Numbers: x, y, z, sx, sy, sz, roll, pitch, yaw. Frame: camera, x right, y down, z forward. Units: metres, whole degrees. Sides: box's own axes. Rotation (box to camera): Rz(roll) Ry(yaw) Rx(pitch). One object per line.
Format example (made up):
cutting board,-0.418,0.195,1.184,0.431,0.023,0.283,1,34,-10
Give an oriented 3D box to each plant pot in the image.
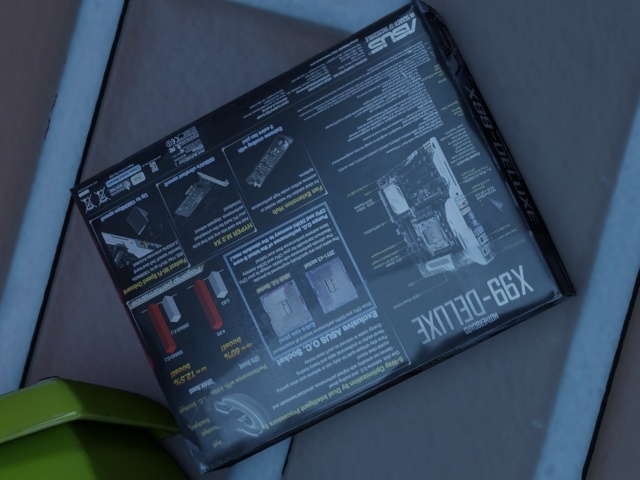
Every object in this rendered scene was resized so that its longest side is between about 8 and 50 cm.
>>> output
plant pot,-0.205,0.224,1.384,0.228,0.227,0.207,-19,76,15

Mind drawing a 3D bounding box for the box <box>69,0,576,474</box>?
box,0.000,0.000,1.406,0.307,0.076,0.242,-28,81,13
